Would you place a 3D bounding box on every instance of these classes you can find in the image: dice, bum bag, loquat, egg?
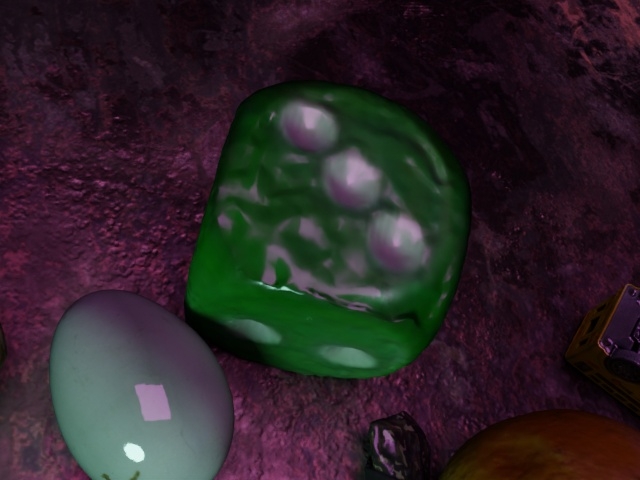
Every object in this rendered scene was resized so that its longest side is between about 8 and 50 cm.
[{"bbox_3d":[0.000,0.000,0.822,0.300,0.287,0.297,16,58,-9],"label":"dice"},{"bbox_3d":[0.096,0.338,0.798,0.102,0.069,0.248,35,47,-42],"label":"bum bag"},{"bbox_3d":[0.278,0.349,0.705,0.329,0.328,0.328,8,61,-14],"label":"loquat"},{"bbox_3d":[-0.206,0.170,0.722,0.183,0.183,0.264,-27,68,-29],"label":"egg"}]

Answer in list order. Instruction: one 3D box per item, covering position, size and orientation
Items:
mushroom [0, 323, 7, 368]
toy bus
[{"bbox_3d":[-0.429,0.131,0.675,0.164,0.189,0.267,-18,45,-41],"label":"mushroom"},{"bbox_3d":[0.554,0.224,0.968,0.330,0.152,0.144,37,63,6],"label":"toy bus"}]
